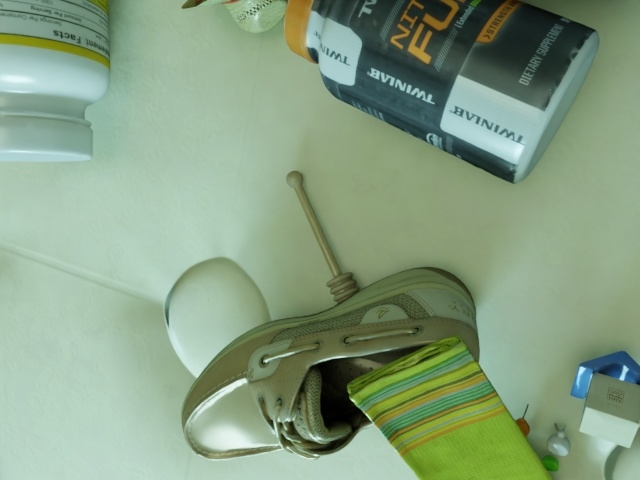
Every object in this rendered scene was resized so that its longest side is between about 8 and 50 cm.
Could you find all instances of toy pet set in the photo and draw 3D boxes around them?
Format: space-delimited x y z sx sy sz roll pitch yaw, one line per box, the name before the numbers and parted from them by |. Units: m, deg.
toy pet set | 0.236 0.152 0.490 0.122 0.065 0.114 14 134 25

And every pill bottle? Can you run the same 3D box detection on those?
pill bottle | 0.089 -0.157 0.482 0.245 0.130 0.131 30 105 19
pill bottle | -0.336 -0.260 0.632 0.187 0.188 0.334 2 94 24

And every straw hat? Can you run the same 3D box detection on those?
straw hat | -0.065 -0.249 0.578 0.144 0.145 0.061 -18 125 24

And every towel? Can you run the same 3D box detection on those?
towel | 0.125 0.183 0.479 0.102 0.021 0.237 -29 114 17

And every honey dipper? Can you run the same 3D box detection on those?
honey dipper | 0.000 0.000 0.589 0.030 0.030 0.161 -30 79 23

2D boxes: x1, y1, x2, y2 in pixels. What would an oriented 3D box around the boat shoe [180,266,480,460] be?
boat shoe | -0.012 0.140 0.538 0.341 0.110 0.122 -32 108 21
